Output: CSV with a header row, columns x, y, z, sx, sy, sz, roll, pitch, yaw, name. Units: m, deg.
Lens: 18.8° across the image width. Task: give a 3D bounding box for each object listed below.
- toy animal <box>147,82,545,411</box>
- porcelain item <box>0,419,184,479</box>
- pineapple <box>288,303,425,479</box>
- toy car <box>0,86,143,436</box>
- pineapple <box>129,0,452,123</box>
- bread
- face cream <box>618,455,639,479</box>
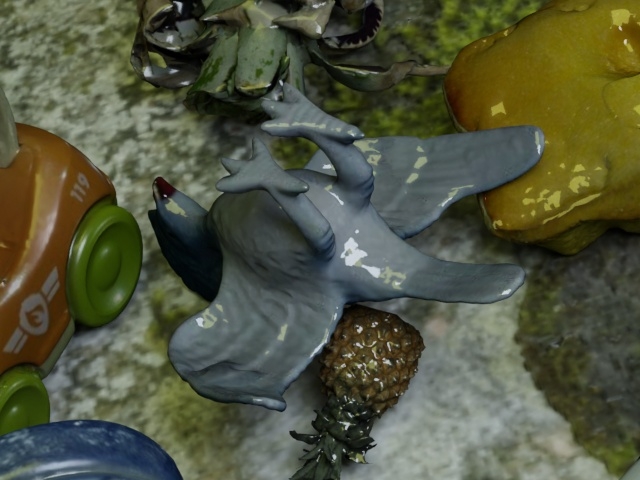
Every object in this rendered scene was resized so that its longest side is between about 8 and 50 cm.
x,y,z,sx,sy,sz,roll,pitch,yaw,name
0.000,0.000,1.026,0.255,0.176,0.239,29,61,28,toy animal
-0.125,0.168,0.937,0.147,0.147,0.114,-25,49,-2,porcelain item
0.015,0.097,1.020,0.058,0.058,0.124,8,66,24,pineapple
-0.222,0.001,1.058,0.145,0.235,0.235,12,57,26,toy car
-0.026,-0.202,1.194,0.262,0.262,0.272,5,77,22,pineapple
0.190,-0.079,1.078,0.233,0.088,0.161,-17,44,8,bread
0.247,0.076,0.945,0.143,0.089,0.314,31,55,34,face cream
